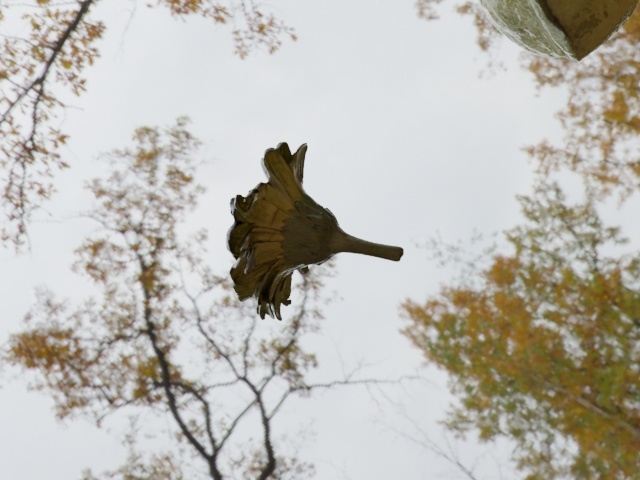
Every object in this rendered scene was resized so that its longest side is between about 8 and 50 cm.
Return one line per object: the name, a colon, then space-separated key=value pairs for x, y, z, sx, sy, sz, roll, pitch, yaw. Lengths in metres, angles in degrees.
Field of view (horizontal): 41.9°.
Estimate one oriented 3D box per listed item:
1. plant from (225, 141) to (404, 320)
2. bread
plant: x=-0.045 y=0.004 z=1.445 sx=0.261 sy=0.297 sz=0.305 roll=-22 pitch=-49 yaw=-38
bread: x=0.444 y=-0.499 z=1.576 sx=0.237 sy=0.320 sz=0.320 roll=-41 pitch=-44 yaw=-9
